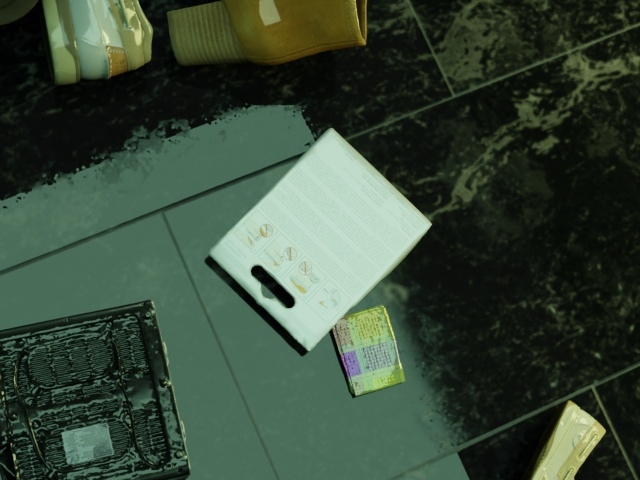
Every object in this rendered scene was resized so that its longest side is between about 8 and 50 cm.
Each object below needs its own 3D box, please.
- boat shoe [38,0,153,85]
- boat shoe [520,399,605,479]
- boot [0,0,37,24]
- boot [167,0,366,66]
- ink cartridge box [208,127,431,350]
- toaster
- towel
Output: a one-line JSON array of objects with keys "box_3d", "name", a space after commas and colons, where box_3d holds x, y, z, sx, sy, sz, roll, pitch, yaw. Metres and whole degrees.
[{"box_3d": [-0.237, -0.306, 1.294, 0.103, 0.113, 0.302, -9, 89, -14], "name": "boat shoe"}, {"box_3d": [0.227, 0.240, 1.268, 0.059, 0.063, 0.170, 29, 73, 4], "name": "boat shoe"}, {"box_3d": [-0.366, -0.398, 1.219, 0.138, 0.284, 0.377, -14, 110, -41], "name": "boot"}, {"box_3d": [-0.057, -0.321, 1.295, 0.211, 0.104, 0.295, -9, 90, 12], "name": "boot"}, {"box_3d": [0.000, 0.000, 1.301, 0.145, 0.045, 0.179, 44, 83, 1], "name": "ink cartridge box"}, {"box_3d": [-0.218, 0.159, 1.174, 0.186, 0.110, 0.168, -12, 72, -13], "name": "toaster"}, {"box_3d": [0.047, 0.108, 1.294, 0.060, 0.009, 0.083, -15, 81, -14], "name": "towel"}]
